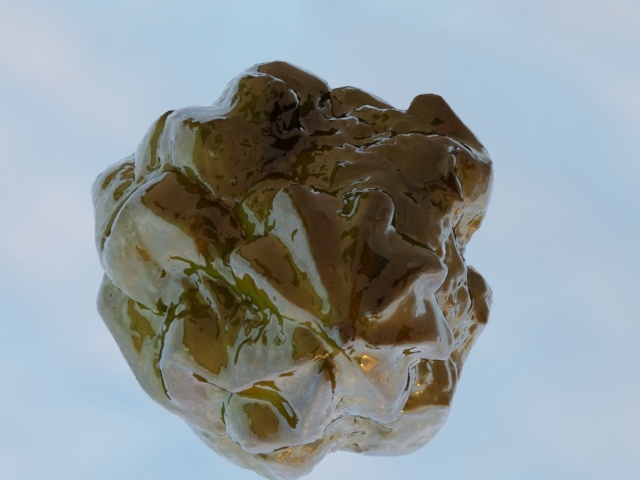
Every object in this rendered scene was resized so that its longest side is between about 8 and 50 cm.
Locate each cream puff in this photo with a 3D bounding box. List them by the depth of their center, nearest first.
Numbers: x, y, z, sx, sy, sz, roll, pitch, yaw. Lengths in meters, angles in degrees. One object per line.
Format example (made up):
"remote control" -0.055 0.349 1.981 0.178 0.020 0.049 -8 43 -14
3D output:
"cream puff" 0.000 0.000 0.512 0.146 0.116 0.146 13 -121 -23
